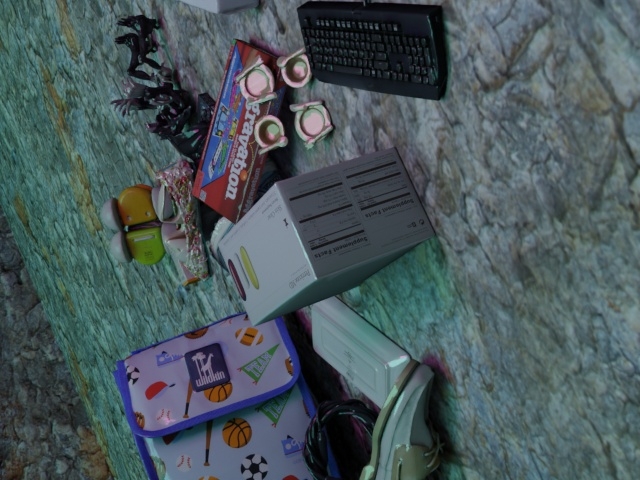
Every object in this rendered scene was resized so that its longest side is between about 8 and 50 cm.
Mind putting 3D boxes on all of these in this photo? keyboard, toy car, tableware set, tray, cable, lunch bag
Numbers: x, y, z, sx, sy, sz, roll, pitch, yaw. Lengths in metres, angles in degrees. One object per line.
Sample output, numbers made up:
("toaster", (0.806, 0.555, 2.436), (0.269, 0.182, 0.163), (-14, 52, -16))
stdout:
("keyboard", (0.057, -0.299, 1.347), (0.317, 0.033, 0.201), (21, 124, 54))
("toy car", (-0.390, -0.039, 2.213), (0.136, 0.159, 0.181), (-76, -27, -77))
("tableware set", (-0.058, -0.216, 1.548), (0.141, 0.020, 0.168), (-17, 89, 29))
("tray", (0.057, 0.190, 1.652), (0.270, 0.030, 0.145), (36, 137, 47))
("cable", (0.045, 0.355, 1.662), (0.184, 0.151, 0.047), (56, -171, 8))
("lunch bag", (-0.161, 0.338, 1.780), (0.239, 0.328, 0.385), (108, 142, -80))

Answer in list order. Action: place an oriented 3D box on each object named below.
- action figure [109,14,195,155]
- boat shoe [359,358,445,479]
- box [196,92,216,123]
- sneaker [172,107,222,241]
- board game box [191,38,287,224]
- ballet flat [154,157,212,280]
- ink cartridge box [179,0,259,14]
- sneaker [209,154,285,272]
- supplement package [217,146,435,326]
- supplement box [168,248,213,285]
("action figure", (-0.338, -0.291, 1.944), (0.164, 0.141, 0.275), (-37, 71, 59))
("boat shoe", (0.138, 0.314, 1.519), (0.103, 0.113, 0.302), (25, 127, 20))
("box", (-0.205, -0.229, 1.869), (0.083, 0.018, 0.067), (49, 145, 35))
("sneaker", (-0.205, -0.124, 1.835), (0.153, 0.101, 0.268), (49, 140, 20))
("board game box", (-0.134, -0.180, 1.649), (0.145, 0.027, 0.281), (33, 112, 43))
("ballet flat", (-0.252, -0.032, 1.791), (0.091, 0.077, 0.240), (-143, 43, -60))
("ink cartridge box", (-0.227, -0.585, 1.613), (0.308, 0.091, 0.384), (32, 134, 50))
("sneaker", (-0.117, -0.013, 1.755), (0.122, 0.110, 0.283), (50, 146, 28))
("supplement package", (0.000, 0.000, 1.448), (0.145, 0.204, 0.262), (65, 151, 9))
("supplement box", (-0.280, 0.041, 2.124), (0.098, 0.062, 0.036), (68, 153, 8))
